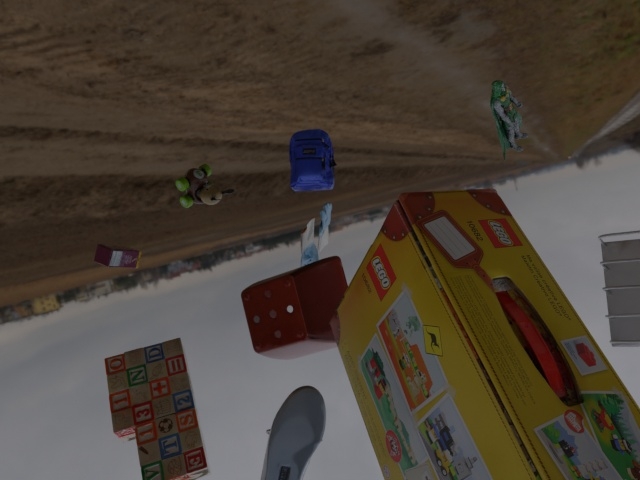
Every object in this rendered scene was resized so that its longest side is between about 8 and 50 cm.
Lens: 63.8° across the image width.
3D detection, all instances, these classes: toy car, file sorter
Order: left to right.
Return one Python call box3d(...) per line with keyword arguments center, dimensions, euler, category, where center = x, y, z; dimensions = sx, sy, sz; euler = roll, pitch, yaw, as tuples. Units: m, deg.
box3d(center=(-0.438, -0.199, 2.010), dimensions=(0.188, 0.149, 0.155), euler=(18, -140, 29), category="toy car")
box3d(center=(0.798, 0.120, 1.255), dimensions=(0.193, 0.277, 0.173), euler=(-8, 167, 34), category="file sorter")

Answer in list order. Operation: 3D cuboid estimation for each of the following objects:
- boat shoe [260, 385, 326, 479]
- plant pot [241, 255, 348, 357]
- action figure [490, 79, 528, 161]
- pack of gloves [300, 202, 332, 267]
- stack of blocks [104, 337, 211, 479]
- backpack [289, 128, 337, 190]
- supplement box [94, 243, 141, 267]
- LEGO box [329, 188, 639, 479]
box3d(center=(-0.079, 0.545, 1.316), dimensions=(0.136, 0.367, 0.156), euler=(14, 174, -7), category="boat shoe")
box3d(center=(-0.076, 0.204, 1.484), dimensions=(0.267, 0.267, 0.236), euler=(-20, 168, 26), category="plant pot")
box3d(center=(0.492, -0.332, 1.352), dimensions=(0.063, 0.137, 0.232), euler=(8, 155, 40), category="action figure")
box3d(center=(0.000, 0.000, 1.684), dimensions=(0.046, 0.232, 0.195), euler=(24, -128, 18), category="pack of gloves")
box3d(center=(-0.358, 0.384, 1.127), dimensions=(0.171, 0.297, 0.087), euler=(-14, 149, -14), category="stack of blocks")
box3d(center=(-0.015, -0.168, 1.052), dimensions=(0.098, 0.120, 0.101), euler=(-1, 176, -1), category="backpack")
box3d(center=(-0.462, 0.036, 1.175), dimensions=(0.055, 0.043, 0.083), euler=(16, -177, 30), category="supplement box")
box3d(center=(0.219, 0.230, 0.775), dimensions=(0.193, 0.500, 0.372), euler=(-5, 144, -23), category="LEGO box")
